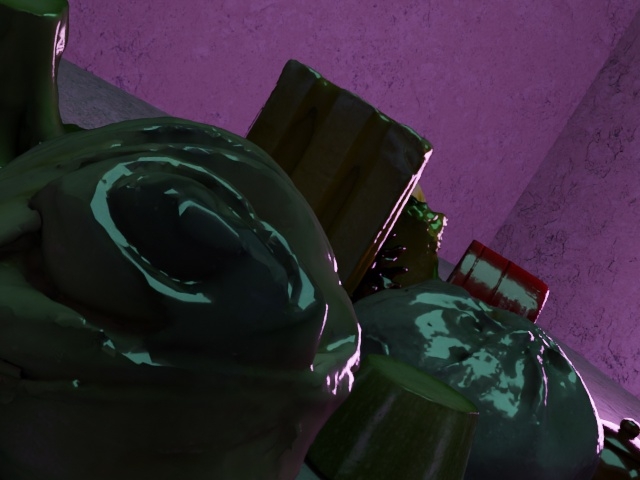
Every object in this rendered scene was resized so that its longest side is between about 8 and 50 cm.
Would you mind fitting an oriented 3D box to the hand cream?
[{"bbox_3d":[0.241,0.126,1.810,0.149,0.230,0.230,33,7,7],"label":"hand cream"}]

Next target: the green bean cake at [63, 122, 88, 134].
[{"bbox_3d":[-0.238,-0.065,1.400,0.214,0.113,0.200,17,-2,24],"label":"green bean cake"}]

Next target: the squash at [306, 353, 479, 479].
[{"bbox_3d":[0.070,0.187,1.114,0.170,0.122,0.170,25,8,-4],"label":"squash"}]

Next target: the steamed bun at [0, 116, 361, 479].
[{"bbox_3d":[-0.091,0.035,0.698,0.268,0.207,0.280,44,48,-10],"label":"steamed bun"}]

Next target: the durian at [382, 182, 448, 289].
[{"bbox_3d":[0.071,0.007,1.864,0.204,0.340,0.256,65,29,-17],"label":"durian"}]

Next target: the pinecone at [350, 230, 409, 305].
[{"bbox_3d":[-0.003,0.002,1.635,0.292,0.246,0.246,48,10,11],"label":"pinecone"}]

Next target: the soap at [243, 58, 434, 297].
[{"bbox_3d":[-0.025,-0.023,1.336,0.199,0.315,0.091,31,7,13],"label":"soap"}]

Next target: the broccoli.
[{"bbox_3d":[-0.282,-0.070,0.962,0.288,0.260,0.235,13,56,-15],"label":"broccoli"}]

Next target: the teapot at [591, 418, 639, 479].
[{"bbox_3d":[0.385,0.295,1.610,0.178,0.135,0.252,32,7,-31],"label":"teapot"}]

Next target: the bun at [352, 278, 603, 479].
[{"bbox_3d":[0.177,0.170,1.344,0.354,0.194,0.354,29,8,-5],"label":"bun"}]
